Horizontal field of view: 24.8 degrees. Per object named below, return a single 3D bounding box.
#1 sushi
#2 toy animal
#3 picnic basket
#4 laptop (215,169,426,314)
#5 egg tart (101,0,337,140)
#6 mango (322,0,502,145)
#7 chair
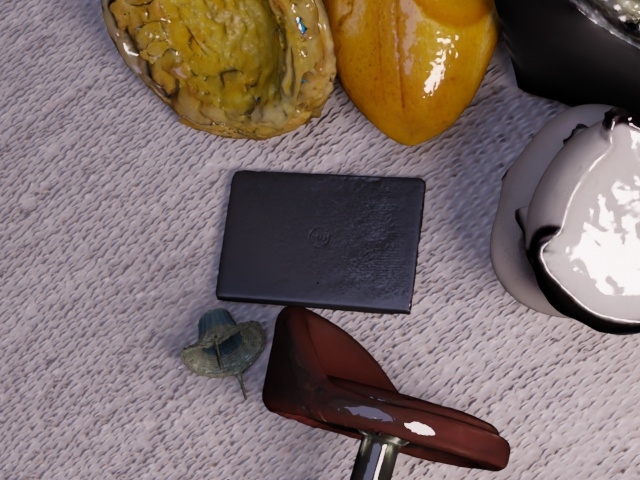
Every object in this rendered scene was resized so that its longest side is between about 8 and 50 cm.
[{"bbox_3d":[0.300,-0.210,1.252,0.227,0.215,0.212,27,79,23],"label":"sushi"},{"bbox_3d":[0.234,-0.017,1.215,0.165,0.235,0.187,31,90,-13],"label":"toy animal"},{"bbox_3d":[-0.089,0.105,1.369,0.083,0.065,0.083,-24,48,-1],"label":"picnic basket"},{"bbox_3d":[0.000,0.000,1.393,0.197,0.016,0.135,4,76,16],"label":"laptop"},{"bbox_3d":[-0.088,-0.228,1.379,0.291,0.290,0.107,30,48,21],"label":"egg tart"},{"bbox_3d":[0.084,-0.217,1.362,0.187,0.138,0.257,15,83,5],"label":"mango"},{"bbox_3d":[0.020,0.264,1.207,0.227,0.226,0.400,11,79,19],"label":"chair"}]
